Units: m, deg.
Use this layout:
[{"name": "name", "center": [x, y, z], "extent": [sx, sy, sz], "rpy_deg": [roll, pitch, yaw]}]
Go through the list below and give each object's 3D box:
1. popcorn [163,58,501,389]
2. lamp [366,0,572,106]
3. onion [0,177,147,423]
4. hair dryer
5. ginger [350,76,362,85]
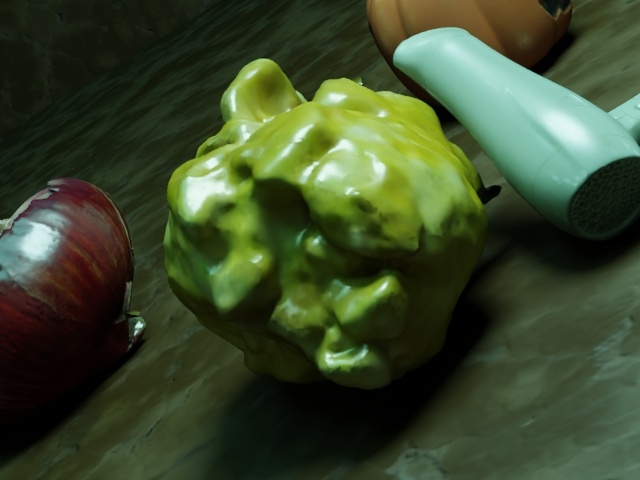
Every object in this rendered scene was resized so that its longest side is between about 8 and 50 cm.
[{"name": "popcorn", "center": [-0.003, -0.003, 0.845], "extent": [0.190, 0.191, 0.253], "rpy_deg": [-60, 2, 25]}, {"name": "lamp", "center": [0.130, -0.221, 1.224], "extent": [0.187, 0.164, 0.188], "rpy_deg": [-32, 18, 12]}, {"name": "onion", "center": [-0.252, 0.059, 1.160], "extent": [0.248, 0.161, 0.248], "rpy_deg": [-35, 6, 4]}, {"name": "hair dryer", "center": [0.198, -0.106, 0.884], "extent": [0.237, 0.075, 0.206], "rpy_deg": [-19, 43, -20]}, {"name": "ginger", "center": [0.001, -0.120, 1.396], "extent": [0.137, 0.044, 0.057], "rpy_deg": [-32, 45, 26]}]
